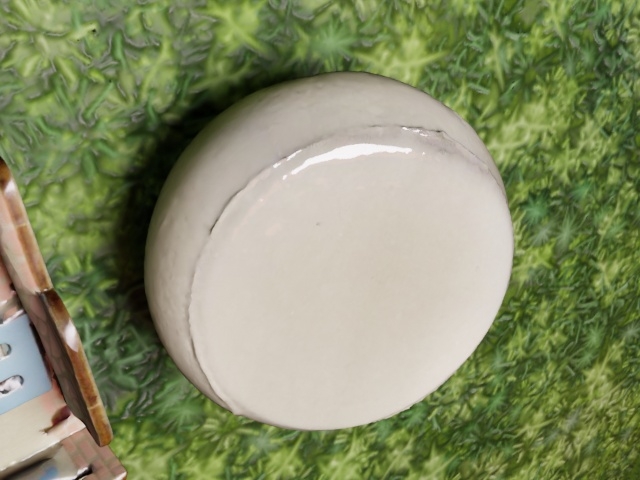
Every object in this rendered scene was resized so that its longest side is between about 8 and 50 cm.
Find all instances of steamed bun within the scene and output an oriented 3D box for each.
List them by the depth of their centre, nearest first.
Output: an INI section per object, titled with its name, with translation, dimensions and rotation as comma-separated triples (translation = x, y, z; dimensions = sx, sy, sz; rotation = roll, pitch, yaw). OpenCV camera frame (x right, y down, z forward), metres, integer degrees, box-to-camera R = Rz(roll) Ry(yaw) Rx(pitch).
[steamed bun]
translation = 0.000, 0.000, 0.567
dimensions = 0.231, 0.145, 0.232
rotation = -9, 120, -17

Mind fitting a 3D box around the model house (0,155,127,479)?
[model house]
translation = -0.243, 0.066, 0.410
dimensions = 0.244, 0.169, 0.326
rotation = -23, 126, -23
